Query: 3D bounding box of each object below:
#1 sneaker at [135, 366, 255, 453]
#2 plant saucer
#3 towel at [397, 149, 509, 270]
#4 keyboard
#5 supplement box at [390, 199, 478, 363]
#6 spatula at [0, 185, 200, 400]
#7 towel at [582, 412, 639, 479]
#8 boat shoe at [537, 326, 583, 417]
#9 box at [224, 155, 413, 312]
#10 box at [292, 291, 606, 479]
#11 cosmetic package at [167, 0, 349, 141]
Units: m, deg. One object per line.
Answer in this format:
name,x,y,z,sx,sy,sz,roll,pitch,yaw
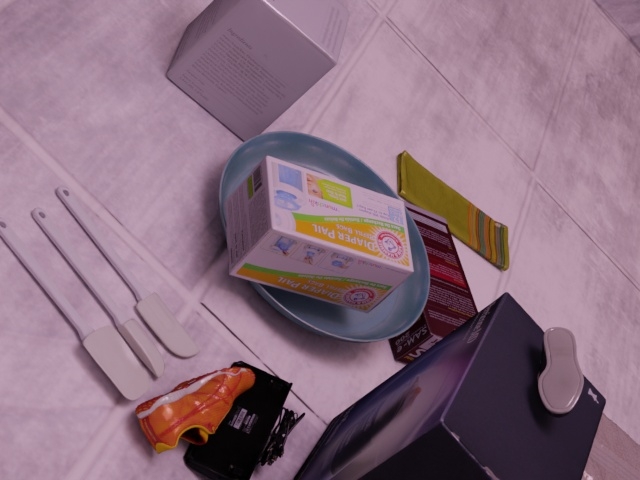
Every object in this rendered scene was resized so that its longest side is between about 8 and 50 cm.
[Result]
sneaker,-0.128,0.179,1.501,0.175,0.064,0.067,-23,90,-51
plant saucer,0.000,0.000,1.821,0.317,0.044,0.317,22,46,-25
towel,0.211,-0.046,2.225,0.237,0.021,0.102,35,33,-26
keyboard,-0.081,0.212,1.555,0.100,0.038,0.192,25,34,2
supplement box,0.141,0.063,1.960,0.130,0.073,0.239,21,41,-40
spatula,-0.239,0.051,1.518,0.242,0.019,0.168,52,31,1
towel,0.410,0.323,2.066,0.282,0.049,0.187,38,33,-21
boat shoe,0.245,0.142,1.464,0.046,0.038,0.125,1,37,3
box,-0.001,-0.004,1.712,0.203,0.103,0.114,17,49,-28
box,0.119,0.248,1.513,0.183,0.294,0.296,48,30,-5
cosmetic package,-0.081,-0.265,1.907,0.151,0.184,0.151,40,33,-19
